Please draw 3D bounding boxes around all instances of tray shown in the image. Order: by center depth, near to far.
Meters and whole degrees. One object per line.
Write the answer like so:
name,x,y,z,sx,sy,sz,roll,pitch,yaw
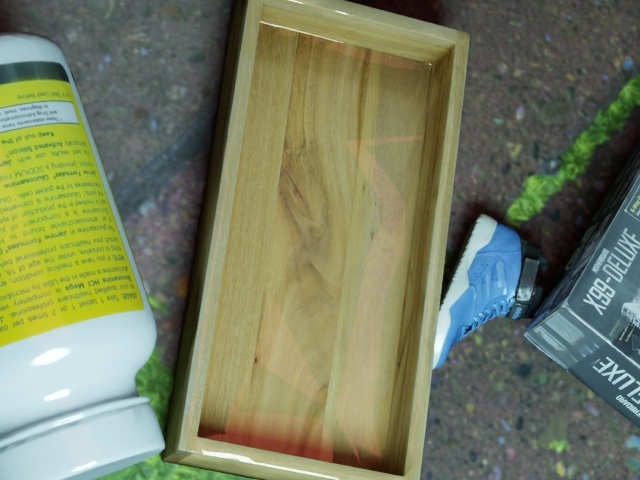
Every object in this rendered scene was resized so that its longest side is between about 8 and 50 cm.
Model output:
tray,0.000,0.000,1.628,0.202,0.076,0.411,12,71,-15

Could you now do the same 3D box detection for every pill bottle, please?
pill bottle,-0.238,0.025,1.478,0.188,0.188,0.334,-16,81,-22

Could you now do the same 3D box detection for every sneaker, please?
sneaker,0.147,0.057,1.668,0.084,0.058,0.152,26,62,-1

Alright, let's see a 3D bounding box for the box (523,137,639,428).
box,0.351,0.037,1.706,0.242,0.076,0.307,37,58,-6
